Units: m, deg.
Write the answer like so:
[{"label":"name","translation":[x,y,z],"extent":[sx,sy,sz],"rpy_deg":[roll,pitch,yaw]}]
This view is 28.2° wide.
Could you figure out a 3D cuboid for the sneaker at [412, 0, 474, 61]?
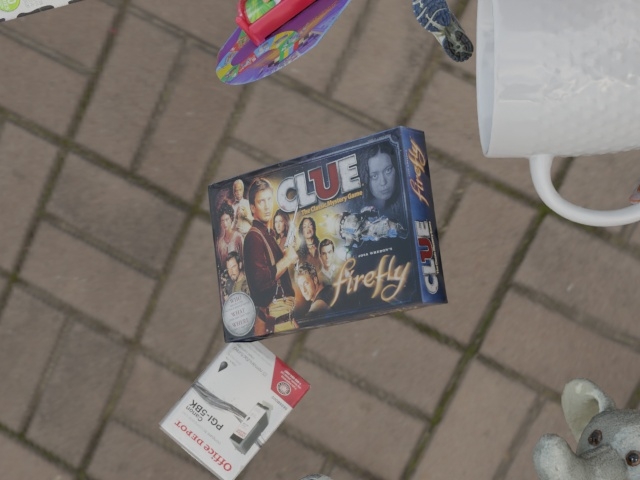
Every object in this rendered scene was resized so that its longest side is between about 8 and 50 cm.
[{"label":"sneaker","translation":[0.180,-0.331,1.917],"extent":[0.052,0.058,0.135],"rpy_deg":[-30,109,14]}]

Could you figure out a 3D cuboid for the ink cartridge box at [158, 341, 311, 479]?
[{"label":"ink cartridge box","translation":[-0.091,0.175,1.345],"extent":[0.099,0.056,0.135],"rpy_deg":[40,79,-3]}]

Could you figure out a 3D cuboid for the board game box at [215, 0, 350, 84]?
[{"label":"board game box","translation":[-0.017,-0.175,0.833],"extent":[0.033,0.133,0.169],"rpy_deg":[46,70,-27]}]

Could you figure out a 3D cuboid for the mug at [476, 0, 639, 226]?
[{"label":"mug","translation":[0.391,-0.206,1.763],"extent":[0.328,0.276,0.374],"rpy_deg":[-1,89,2]}]

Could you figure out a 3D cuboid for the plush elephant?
[{"label":"plush elephant","translation":[0.259,0.267,1.160],"extent":[0.272,0.330,0.255],"rpy_deg":[8,96,52]}]

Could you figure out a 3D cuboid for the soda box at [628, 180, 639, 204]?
[{"label":"soda box","translation":[0.515,-0.063,1.792],"extent":[0.063,0.183,0.058],"rpy_deg":[37,81,-15]}]

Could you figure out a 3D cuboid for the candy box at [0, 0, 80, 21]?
[{"label":"candy box","translation":[-0.287,-0.254,1.002],"extent":[0.196,0.070,0.165],"rpy_deg":[-14,127,2]}]

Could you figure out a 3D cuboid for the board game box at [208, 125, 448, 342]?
[{"label":"board game box","translation":[0.000,0.000,1.221],"extent":[0.243,0.042,0.165],"rpy_deg":[-15,78,37]}]

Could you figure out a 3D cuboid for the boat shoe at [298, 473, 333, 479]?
[{"label":"boat shoe","translation":[0.026,0.350,1.317],"extent":[0.078,0.070,0.219],"rpy_deg":[-37,85,32]}]
